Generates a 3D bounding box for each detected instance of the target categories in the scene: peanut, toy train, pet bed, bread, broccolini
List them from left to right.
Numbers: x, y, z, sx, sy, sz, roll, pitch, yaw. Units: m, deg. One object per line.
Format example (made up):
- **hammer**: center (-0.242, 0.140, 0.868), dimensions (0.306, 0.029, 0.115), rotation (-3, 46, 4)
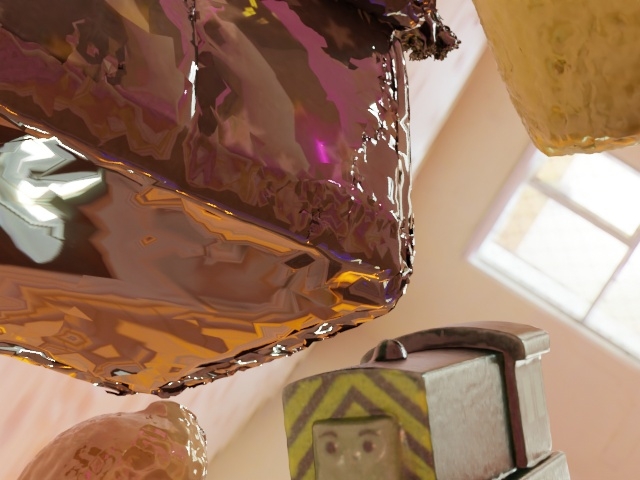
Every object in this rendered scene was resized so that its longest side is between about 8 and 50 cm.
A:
- **pet bed**: center (-0.083, -0.059, 0.491), dimensions (0.183, 0.211, 0.159), rotation (-27, -131, 45)
- **peanut**: center (-0.250, 0.299, 1.518), dimensions (0.340, 0.174, 0.158), rotation (-59, 172, -23)
- **broccolini**: center (0.083, -0.291, 1.429), dimensions (0.057, 0.254, 0.071), rotation (-18, 161, 25)
- **toy train**: center (0.063, 0.143, 0.871), dimensions (0.330, 0.138, 0.178), rotation (2, 81, -69)
- **bread**: center (0.281, -0.236, 1.145), dimensions (0.348, 0.308, 0.348), rotation (-19, -179, 0)
